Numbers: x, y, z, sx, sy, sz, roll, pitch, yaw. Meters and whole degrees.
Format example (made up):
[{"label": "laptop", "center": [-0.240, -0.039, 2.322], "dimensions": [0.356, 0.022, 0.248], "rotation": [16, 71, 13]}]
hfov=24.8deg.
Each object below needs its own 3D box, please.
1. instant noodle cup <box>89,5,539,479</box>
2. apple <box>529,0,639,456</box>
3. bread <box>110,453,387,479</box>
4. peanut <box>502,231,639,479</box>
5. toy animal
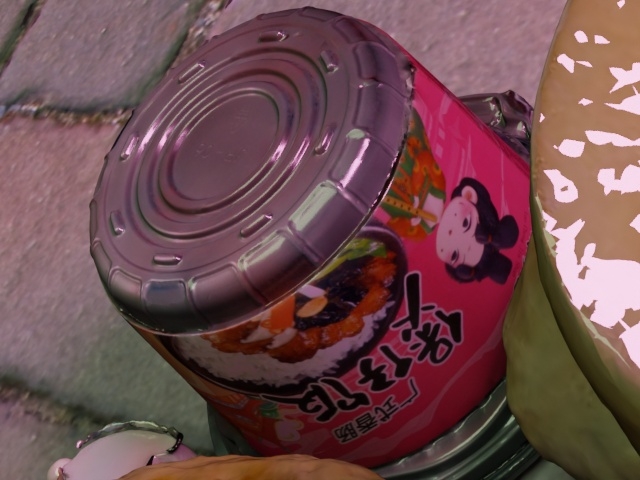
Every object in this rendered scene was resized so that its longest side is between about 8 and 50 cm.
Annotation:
[{"label": "instant noodle cup", "center": [0.000, 0.000, 0.743], "dimensions": [0.258, 0.181, 0.302], "rotation": [-14, 50, 33]}, {"label": "apple", "center": [0.272, -0.017, 0.443], "dimensions": [0.360, 0.320, 0.311], "rotation": [-50, 28, -20]}, {"label": "bread", "center": [-0.027, 0.201, 0.626], "dimensions": [0.244, 0.134, 0.245], "rotation": [-12, 65, 28]}, {"label": "peanut", "center": [0.190, -0.031, 0.643], "dimensions": [0.152, 0.152, 0.313], "rotation": [21, 70, 46]}, {"label": "toy animal", "center": [-0.096, 0.157, 0.764], "dimensions": [0.085, 0.124, 0.071], "rotation": [-6, 45, 9]}]
